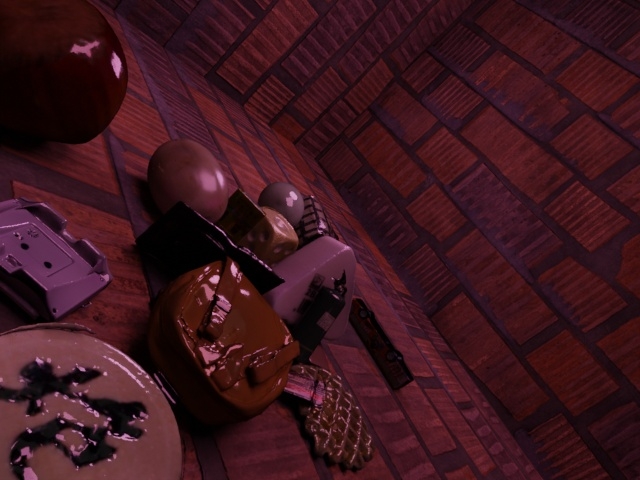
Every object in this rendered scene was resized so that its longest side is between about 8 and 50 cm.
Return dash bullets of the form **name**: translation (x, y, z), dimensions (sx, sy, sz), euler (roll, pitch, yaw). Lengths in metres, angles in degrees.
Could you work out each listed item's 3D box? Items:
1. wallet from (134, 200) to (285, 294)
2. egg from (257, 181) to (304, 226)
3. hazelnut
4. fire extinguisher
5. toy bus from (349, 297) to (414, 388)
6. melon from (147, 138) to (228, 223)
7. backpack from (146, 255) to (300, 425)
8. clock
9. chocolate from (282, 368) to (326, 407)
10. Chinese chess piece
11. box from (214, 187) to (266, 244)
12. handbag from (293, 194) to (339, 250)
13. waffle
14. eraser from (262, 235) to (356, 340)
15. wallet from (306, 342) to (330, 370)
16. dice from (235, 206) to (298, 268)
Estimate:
- **wallet**: translation (-0.280, 0.053, 1.100), dimensions (0.323, 0.247, 0.041), euler (40, 43, -23)
- **egg**: translation (-0.173, -0.151, 1.913), dimensions (0.203, 0.203, 0.282), euler (41, 20, -22)
- **hazelnut**: translation (-0.672, -0.422, 1.064), dimensions (0.409, 0.359, 0.359), euler (51, 15, 26)
- **fire extinguisher**: translation (0.002, 0.218, 1.311), dimensions (0.093, 0.294, 0.118), euler (31, -6, 37)
- **toy bus**: translation (0.240, 0.420, 1.832), dimensions (0.093, 0.092, 0.408), euler (27, 25, -57)
- **melon**: translation (-0.401, -0.172, 1.330), dimensions (0.223, 0.223, 0.316), euler (24, 28, -55)
- **backpack**: translation (-0.216, 0.210, 0.937), dimensions (0.353, 0.201, 0.378), euler (50, 13, 3)
- **clock**: translation (-0.516, 0.030, 0.798), dimensions (0.253, 0.083, 0.186), euler (45, 16, -9)
- **chocolate**: translation (-0.072, 0.372, 1.135), dimensions (0.183, 0.028, 0.086), euler (23, 35, -9)
- **Chinese chess piece**: translation (-0.342, 0.274, 0.553), dimensions (0.349, 0.146, 0.349), euler (44, 16, -16)
- **box**: translation (-0.285, -0.063, 1.424), dimensions (0.121, 0.193, 0.030), euler (46, 13, -4)
- **handbag**: translation (0.000, 0.000, 2.051), dimensions (0.327, 0.163, 0.325), euler (55, 12, -37)
- **waffle**: translation (0.036, 0.478, 1.222), dimensions (0.292, 0.056, 0.309), euler (32, 21, -42)
- **eraser**: translation (-0.053, 0.166, 1.398), dimensions (0.331, 0.331, 0.150), euler (36, -2, -36)
- **wallet**: translation (-0.024, 0.349, 1.410), dimensions (0.118, 0.039, 0.152), euler (38, 19, -37)
- **dice**: translation (-0.198, -0.006, 1.561), dimensions (0.169, 0.169, 0.166), euler (54, 16, 23)
